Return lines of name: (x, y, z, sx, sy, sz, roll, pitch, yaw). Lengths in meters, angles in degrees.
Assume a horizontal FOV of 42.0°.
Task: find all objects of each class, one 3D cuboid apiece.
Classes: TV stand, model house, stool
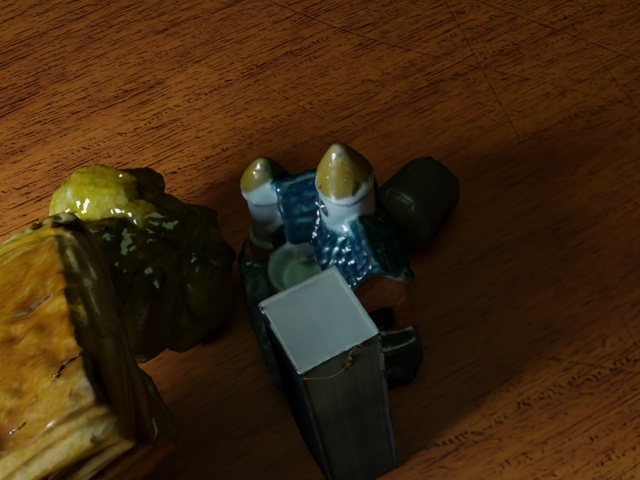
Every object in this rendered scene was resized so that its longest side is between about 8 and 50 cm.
TV stand: (0.013, 0.146, 0.800, 0.083, 0.269, 0.088, -24, 52, -11)
model house: (0.000, 0.000, 0.916, 0.185, 0.291, 0.253, -12, 50, -7)
stool: (0.120, -0.048, 1.058, 0.096, 0.096, 0.110, 27, 56, 27)

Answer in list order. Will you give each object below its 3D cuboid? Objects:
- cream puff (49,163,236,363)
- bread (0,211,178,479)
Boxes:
cream puff: (-0.215, 0.025, 0.972, 0.244, 0.196, 0.244, 4, 48, -5)
bread: (-0.275, 0.150, 0.725, 0.277, 0.167, 0.324, -32, 38, -7)
